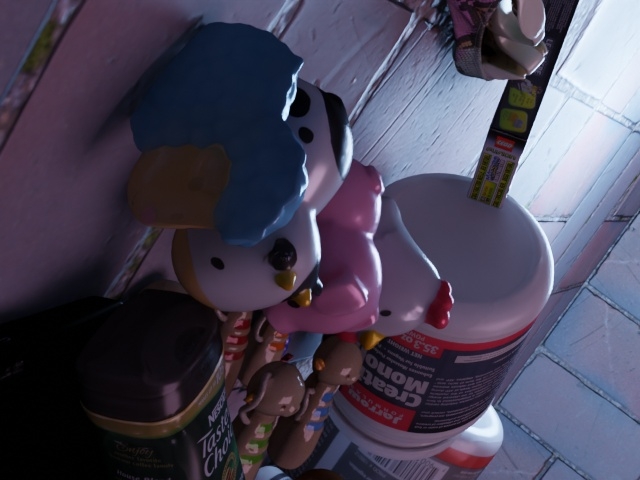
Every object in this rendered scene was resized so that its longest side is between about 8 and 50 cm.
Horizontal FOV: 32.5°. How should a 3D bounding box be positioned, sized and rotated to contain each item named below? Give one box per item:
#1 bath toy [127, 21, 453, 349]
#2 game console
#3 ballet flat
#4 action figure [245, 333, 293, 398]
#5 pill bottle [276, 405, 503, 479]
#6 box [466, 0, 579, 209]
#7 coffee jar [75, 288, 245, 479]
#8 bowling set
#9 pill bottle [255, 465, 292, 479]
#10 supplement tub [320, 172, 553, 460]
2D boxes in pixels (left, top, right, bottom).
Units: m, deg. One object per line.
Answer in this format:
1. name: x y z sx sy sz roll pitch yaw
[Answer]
1. bath toy: 0.000 0.000 0.729 0.151 0.129 0.348 -54 154 -3
2. game console: -0.185 0.224 0.678 0.213 0.044 0.361 -29 125 -65
3. ballet flat: 0.148 -0.177 0.899 0.077 0.079 0.221 -53 162 -5
4. action figure: -0.045 0.115 1.066 0.115 0.030 0.038 -59 166 25
5. pill bottle: 0.047 0.319 1.375 0.363 0.210 0.210 -57 161 16
6. box: 0.194 -0.143 1.028 0.114 0.036 0.207 97 16 -59
7. coffee jar: -0.098 0.126 0.705 0.096 0.079 0.184 -59 150 -50
8. bowling set: -0.028 0.117 0.862 0.287 0.200 0.154 -22 143 -62
9. pill bottle: -0.048 0.306 1.146 0.108 0.193 0.108 -45 160 -22
10. supplement tub: 0.105 0.083 1.101 0.191 0.191 0.272 -39 157 -35
